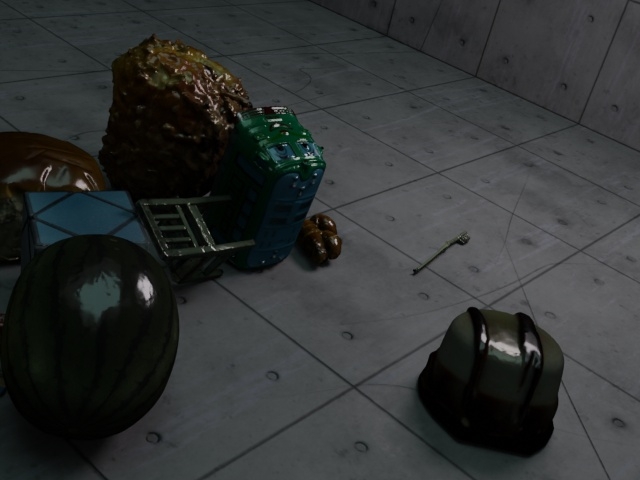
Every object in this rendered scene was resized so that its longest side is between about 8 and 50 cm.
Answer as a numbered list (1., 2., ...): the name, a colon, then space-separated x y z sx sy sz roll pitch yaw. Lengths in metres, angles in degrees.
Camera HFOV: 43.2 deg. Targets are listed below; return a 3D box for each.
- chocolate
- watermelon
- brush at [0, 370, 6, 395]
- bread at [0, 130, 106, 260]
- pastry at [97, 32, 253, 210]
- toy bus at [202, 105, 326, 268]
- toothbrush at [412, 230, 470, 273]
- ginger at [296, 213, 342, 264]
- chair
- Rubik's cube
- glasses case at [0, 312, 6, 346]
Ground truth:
1. chocolate: 0.340 0.242 1.541 0.284 0.186 0.283 10 31 -6
2. watermelon: -0.366 0.140 1.303 0.279 0.279 0.359 5 56 -16
3. brush: -0.556 0.263 1.299 0.051 0.014 0.164 15 31 4
4. bread: -0.608 -0.103 1.686 0.279 0.224 0.250 -4 35 -36
5. pastry: -0.334 -0.272 1.929 0.338 0.405 0.292 13 14 2
6. toy bus: -0.124 -0.103 1.787 0.184 0.343 0.199 -13 50 -39
7. toothbrush: 0.308 0.027 2.051 0.028 0.026 0.294 44 38 18
8. ginger: 0.000 0.000 1.926 0.103 0.073 0.162 -15 45 -19
9. chair: -0.282 0.002 1.641 0.270 0.147 0.136 -10 67 -54
10. Rubik's cube: -0.451 0.040 1.529 0.205 0.207 0.205 -1 33 -27
11. glasses case: -0.581 0.160 1.401 0.195 0.073 0.049 3 32 -20
